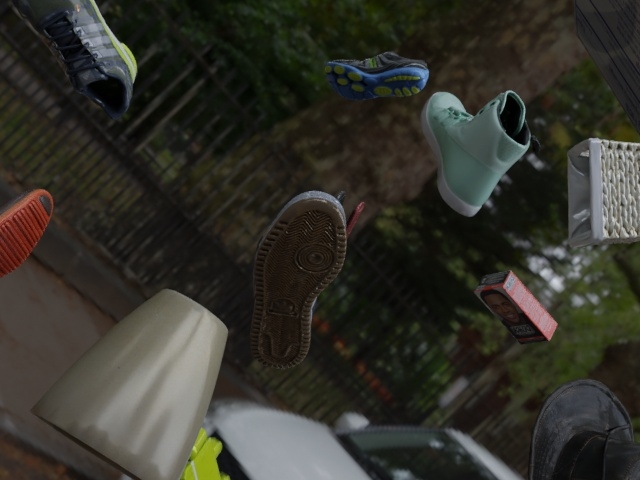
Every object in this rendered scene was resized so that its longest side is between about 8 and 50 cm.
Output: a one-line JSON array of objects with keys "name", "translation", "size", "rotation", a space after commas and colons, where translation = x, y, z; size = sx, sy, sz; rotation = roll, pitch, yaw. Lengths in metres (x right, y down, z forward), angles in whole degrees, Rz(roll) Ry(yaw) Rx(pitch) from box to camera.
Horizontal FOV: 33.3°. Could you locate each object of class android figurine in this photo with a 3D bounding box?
[{"name": "android figurine", "translation": [-0.252, 0.521, 2.228], "size": [0.273, 0.056, 0.248], "rotation": [-47, 127, -73]}]

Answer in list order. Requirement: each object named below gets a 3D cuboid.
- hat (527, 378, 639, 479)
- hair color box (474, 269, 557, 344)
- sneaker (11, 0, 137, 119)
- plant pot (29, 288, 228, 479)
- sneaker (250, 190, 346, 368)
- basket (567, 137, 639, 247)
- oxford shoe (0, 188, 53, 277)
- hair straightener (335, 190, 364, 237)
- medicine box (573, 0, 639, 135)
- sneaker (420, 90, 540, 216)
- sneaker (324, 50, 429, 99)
[{"name": "hat", "translation": [0.383, 0.325, 1.314], "size": [0.134, 0.331, 0.331], "rotation": [-8, -44, 40]}, {"name": "hair color box", "translation": [0.340, 0.118, 1.861], "size": [0.141, 0.043, 0.072], "rotation": [47, -33, -18]}, {"name": "sneaker", "translation": [-0.384, -0.312, 1.711], "size": [0.300, 0.111, 0.121], "rotation": [48, 19, -48]}, {"name": "plant pot", "translation": [-0.272, 0.223, 1.691], "size": [0.256, 0.274, 0.256], "rotation": [28, -18, 10]}, {"name": "sneaker", "translation": [-0.030, 0.013, 1.318], "size": [0.099, 0.282, 0.153], "rotation": [11, 43, -6]}, {"name": "basket", "translation": [0.463, -0.073, 1.719], "size": [0.113, 0.103, 0.167], "rotation": [135, -44, -82]}, {"name": "oxford shoe", "translation": [-0.477, 0.014, 1.430], "size": [0.098, 0.271, 0.097], "rotation": [33, -26, 27]}, {"name": "hair straightener", "translation": [0.000, 0.000, 1.973], "size": [0.089, 0.230, 0.047], "rotation": [32, 38, 9]}, {"name": "medicine box", "translation": [0.349, -0.273, 1.030], "size": [0.263, 0.149, 0.289], "rotation": [-99, 176, -52]}, {"name": "sneaker", "translation": [0.223, -0.160, 1.476], "size": [0.094, 0.151, 0.256], "rotation": [27, 32, -24]}, {"name": "sneaker", "translation": [0.097, -0.286, 1.845], "size": [0.188, 0.078, 0.067], "rotation": [4, -54, 21]}]
